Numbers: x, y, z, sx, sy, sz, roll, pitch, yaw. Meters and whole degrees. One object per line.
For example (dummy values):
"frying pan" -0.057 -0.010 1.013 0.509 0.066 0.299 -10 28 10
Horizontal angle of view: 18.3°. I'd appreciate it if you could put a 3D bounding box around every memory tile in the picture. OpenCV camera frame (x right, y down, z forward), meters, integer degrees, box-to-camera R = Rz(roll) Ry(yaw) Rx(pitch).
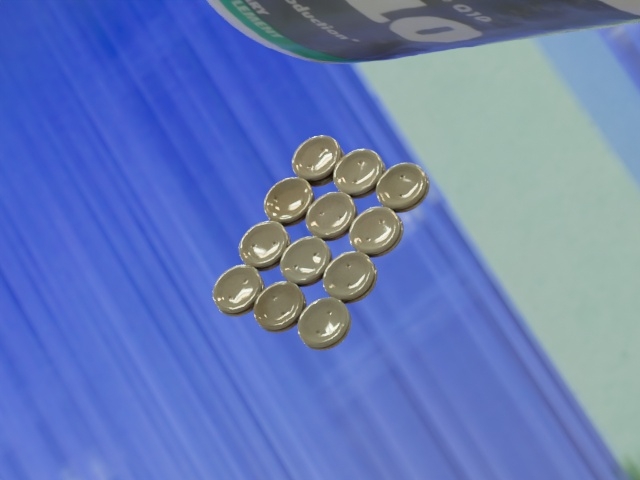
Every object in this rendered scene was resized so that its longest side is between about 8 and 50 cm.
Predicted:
"memory tile" 0.000 0.000 1.333 0.148 0.113 0.012 -60 -35 -18

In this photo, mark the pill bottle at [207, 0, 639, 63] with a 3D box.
"pill bottle" 0.095 -0.188 0.833 0.204 0.204 0.361 -21 10 -31
